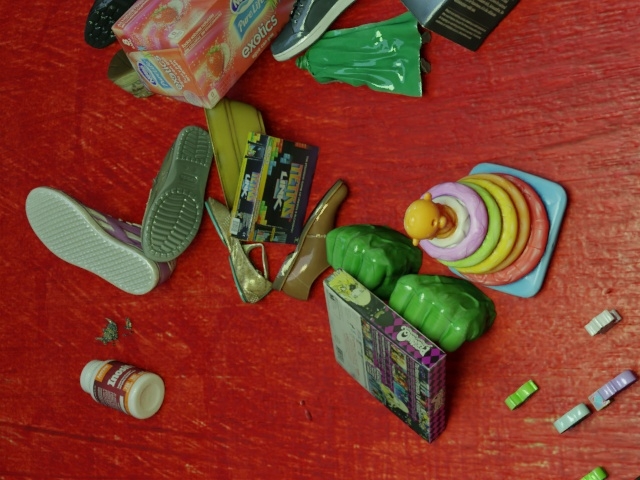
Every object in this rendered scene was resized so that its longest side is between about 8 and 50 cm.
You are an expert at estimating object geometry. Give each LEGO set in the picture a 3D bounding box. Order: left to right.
[{"bbox_3d":[-0.389,0.174,1.880,0.083,0.023,0.054,-2,89,21],"label":"LEGO set"}]

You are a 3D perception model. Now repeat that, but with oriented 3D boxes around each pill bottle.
[{"bbox_3d":[-0.368,0.269,1.818,0.152,0.086,0.086,12,94,34],"label":"pill bottle"}]

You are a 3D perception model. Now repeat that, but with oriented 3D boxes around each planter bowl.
[{"bbox_3d":[-0.133,-0.160,1.648,0.090,0.217,0.217,-13,78,-3],"label":"planter bowl"}]

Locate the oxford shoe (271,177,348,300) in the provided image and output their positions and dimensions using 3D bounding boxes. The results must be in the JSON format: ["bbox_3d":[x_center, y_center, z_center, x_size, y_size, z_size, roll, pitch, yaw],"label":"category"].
[{"bbox_3d":[0.000,0.000,1.603,0.076,0.076,0.212,27,102,1],"label":"oxford shoe"}]

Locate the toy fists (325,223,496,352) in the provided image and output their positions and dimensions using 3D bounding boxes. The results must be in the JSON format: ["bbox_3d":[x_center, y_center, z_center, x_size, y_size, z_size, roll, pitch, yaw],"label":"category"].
[{"bbox_3d":[0.122,0.065,1.460,0.279,0.142,0.096,39,108,30],"label":"toy fists"}]

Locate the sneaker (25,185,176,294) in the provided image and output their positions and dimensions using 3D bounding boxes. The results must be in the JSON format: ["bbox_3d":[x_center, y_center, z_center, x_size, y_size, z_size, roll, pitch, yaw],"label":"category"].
[{"bbox_3d":[-0.389,-0.009,1.787,0.282,0.161,0.102,36,111,3],"label":"sneaker"}]

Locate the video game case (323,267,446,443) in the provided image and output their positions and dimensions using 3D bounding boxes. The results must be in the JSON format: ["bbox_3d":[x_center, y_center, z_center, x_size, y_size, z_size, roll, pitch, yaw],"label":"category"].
[{"bbox_3d":[0.095,0.171,1.443,0.042,0.232,0.210,-39,58,-20],"label":"video game case"}]

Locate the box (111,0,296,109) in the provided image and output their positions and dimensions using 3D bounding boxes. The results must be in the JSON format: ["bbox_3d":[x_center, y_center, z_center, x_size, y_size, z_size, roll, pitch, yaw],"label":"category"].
[{"bbox_3d":[-0.168,-0.373,1.589,0.154,0.142,0.300,20,61,34],"label":"box"}]

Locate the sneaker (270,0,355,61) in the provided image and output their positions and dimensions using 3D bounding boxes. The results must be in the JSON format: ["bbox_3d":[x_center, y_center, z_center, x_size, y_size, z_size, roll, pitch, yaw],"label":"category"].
[{"bbox_3d":[-0.033,-0.407,1.557,0.226,0.163,0.086,-44,26,9],"label":"sneaker"}]

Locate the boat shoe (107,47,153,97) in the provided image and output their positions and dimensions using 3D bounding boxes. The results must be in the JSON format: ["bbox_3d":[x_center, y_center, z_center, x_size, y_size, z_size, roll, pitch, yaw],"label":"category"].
[{"bbox_3d":[-0.252,-0.333,1.778,0.285,0.089,0.105,-11,56,31],"label":"boat shoe"}]

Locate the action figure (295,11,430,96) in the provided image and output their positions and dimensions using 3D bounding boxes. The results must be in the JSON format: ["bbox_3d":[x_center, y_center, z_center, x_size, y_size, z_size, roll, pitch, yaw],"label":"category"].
[{"bbox_3d":[0.061,-0.291,1.565,0.232,0.063,0.137,2,91,30],"label":"action figure"}]

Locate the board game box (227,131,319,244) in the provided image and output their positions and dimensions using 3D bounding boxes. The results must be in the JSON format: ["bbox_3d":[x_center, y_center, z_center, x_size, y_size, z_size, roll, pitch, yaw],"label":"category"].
[{"bbox_3d":[-0.074,-0.081,1.600,0.048,0.141,0.170,16,97,35],"label":"board game box"}]

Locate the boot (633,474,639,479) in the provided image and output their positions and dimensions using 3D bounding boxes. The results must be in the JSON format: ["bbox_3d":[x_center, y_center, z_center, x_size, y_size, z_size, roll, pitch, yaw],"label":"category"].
[{"bbox_3d":[0.507,0.391,1.189,0.260,0.131,0.348,-50,63,22],"label":"boot"}]

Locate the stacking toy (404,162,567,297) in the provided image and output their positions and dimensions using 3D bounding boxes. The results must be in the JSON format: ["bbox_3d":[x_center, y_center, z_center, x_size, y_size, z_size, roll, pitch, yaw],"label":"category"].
[{"bbox_3d":[0.190,-0.020,1.321,0.165,0.302,0.175,20,100,33],"label":"stacking toy"}]

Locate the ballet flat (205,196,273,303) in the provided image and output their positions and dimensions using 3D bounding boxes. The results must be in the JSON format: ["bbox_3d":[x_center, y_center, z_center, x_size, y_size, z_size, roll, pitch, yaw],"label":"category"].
[{"bbox_3d":[-0.133,0.008,1.693,0.067,0.073,0.206,-25,76,3],"label":"ballet flat"}]

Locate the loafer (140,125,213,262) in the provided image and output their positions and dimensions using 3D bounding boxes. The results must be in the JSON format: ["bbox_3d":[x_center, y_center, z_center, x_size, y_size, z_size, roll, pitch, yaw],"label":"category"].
[{"bbox_3d":[-0.253,-0.077,1.741,0.087,0.094,0.251,-17,51,63],"label":"loafer"}]

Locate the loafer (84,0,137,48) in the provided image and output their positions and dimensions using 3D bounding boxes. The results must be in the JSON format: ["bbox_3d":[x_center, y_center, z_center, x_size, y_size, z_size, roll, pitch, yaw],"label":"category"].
[{"bbox_3d":[-0.382,-0.463,1.878,0.223,0.076,0.078,-52,26,28],"label":"loafer"}]

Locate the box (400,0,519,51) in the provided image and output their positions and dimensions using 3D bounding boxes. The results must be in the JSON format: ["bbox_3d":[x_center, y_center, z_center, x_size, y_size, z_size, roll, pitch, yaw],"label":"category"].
[{"bbox_3d":[0.197,-0.490,1.412,0.294,0.182,0.296,-47,64,22],"label":"box"}]

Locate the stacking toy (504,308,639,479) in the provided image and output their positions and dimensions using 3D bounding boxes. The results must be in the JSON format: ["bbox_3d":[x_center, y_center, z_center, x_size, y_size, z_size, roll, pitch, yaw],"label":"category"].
[{"bbox_3d":[0.371,0.220,1.338,0.221,0.052,0.167,-47,64,24],"label":"stacking toy"}]
